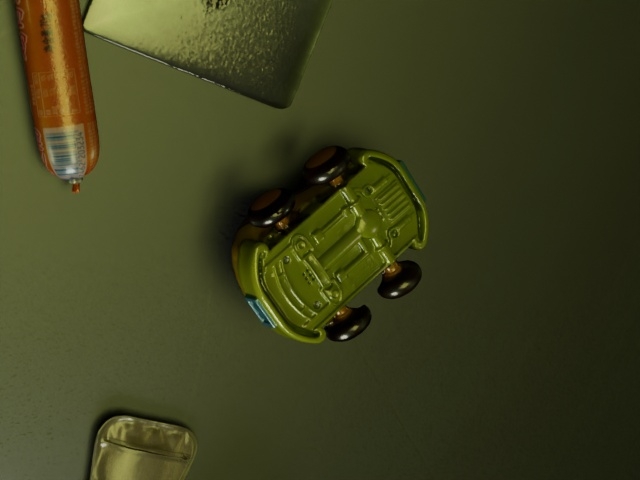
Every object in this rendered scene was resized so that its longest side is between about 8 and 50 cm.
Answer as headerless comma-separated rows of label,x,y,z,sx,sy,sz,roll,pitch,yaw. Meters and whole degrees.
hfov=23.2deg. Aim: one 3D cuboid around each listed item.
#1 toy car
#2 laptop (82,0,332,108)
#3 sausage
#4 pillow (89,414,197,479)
toy car,0.000,0.000,1.819,0.248,0.142,0.200,-38,112,-20
laptop,-0.120,-0.279,1.783,0.269,0.015,0.187,20,94,-23
sausage,-0.287,-0.166,1.717,0.071,0.071,0.234,-11,104,-18
pillow,-0.228,0.317,1.861,0.130,0.033,0.217,14,96,-25
